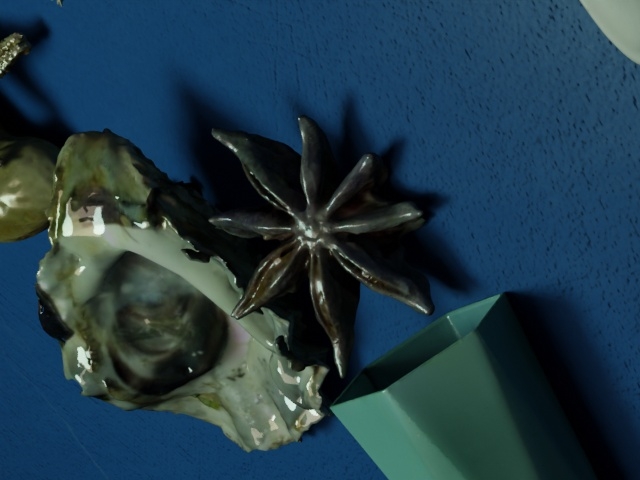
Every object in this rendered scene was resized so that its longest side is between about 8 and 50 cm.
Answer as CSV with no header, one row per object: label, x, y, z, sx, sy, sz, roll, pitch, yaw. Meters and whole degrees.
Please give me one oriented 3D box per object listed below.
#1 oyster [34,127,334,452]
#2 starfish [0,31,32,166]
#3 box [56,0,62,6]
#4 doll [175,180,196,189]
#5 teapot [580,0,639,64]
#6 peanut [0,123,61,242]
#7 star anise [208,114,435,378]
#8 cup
oyster,-0.112,0.057,1.533,0.237,0.115,0.351,-13,123,33
starfish,-0.347,-0.153,1.682,0.240,0.043,0.227,-24,71,31
box,-0.222,-0.344,1.377,0.274,0.091,0.221,50,146,10
doll,-0.139,0.017,1.611,0.109,0.057,0.169,46,143,11
teapot,0.185,-0.186,0.936,0.298,0.139,0.204,61,180,-12
peanut,-0.310,-0.063,1.726,0.236,0.110,0.120,11,82,43
star anise,0.000,0.000,1.373,0.204,0.061,0.181,22,107,21
cup,0.126,0.175,1.326,0.236,0.148,0.134,59,180,-4
